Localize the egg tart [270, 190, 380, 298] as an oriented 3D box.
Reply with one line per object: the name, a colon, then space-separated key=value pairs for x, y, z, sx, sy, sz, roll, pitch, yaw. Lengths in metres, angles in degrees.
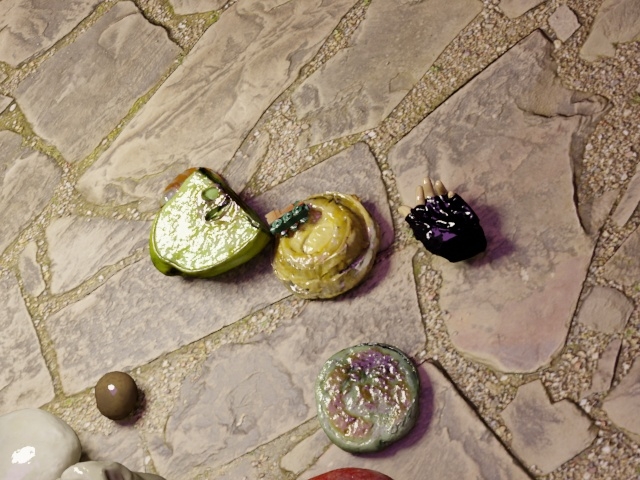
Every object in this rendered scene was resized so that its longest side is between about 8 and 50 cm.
egg tart: x=0.000 y=0.000 z=1.797 sx=0.279 sy=0.095 sz=0.279 roll=-10 pitch=61 yaw=17

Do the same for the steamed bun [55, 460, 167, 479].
steamed bun: x=-0.458 y=0.591 z=1.491 sx=0.342 sy=0.368 sz=0.255 roll=-29 pitch=53 yaw=7

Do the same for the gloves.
gloves: x=0.261 y=-0.051 z=1.733 sx=0.164 sy=0.124 sz=0.203 roll=-8 pitch=40 yaw=-9

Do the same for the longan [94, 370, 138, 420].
longan: x=-0.462 y=0.349 z=1.774 sx=0.113 sy=0.092 sz=0.113 roll=-1 pitch=88 yaw=26

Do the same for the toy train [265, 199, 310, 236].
toy train: x=-0.072 y=-0.055 z=1.788 sx=0.103 sy=0.044 sz=0.064 roll=-32 pitch=39 yaw=6

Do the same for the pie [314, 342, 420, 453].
pie: x=0.095 y=0.320 z=1.638 sx=0.240 sy=0.054 sz=0.240 roll=-6 pitch=63 yaw=12

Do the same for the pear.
pear: x=-0.263 y=0.001 z=1.846 sx=0.238 sy=0.164 sz=0.255 roll=42 pitch=90 yaw=17

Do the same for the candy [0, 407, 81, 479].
candy: x=-0.656 y=0.486 z=1.687 sx=0.295 sy=0.185 sz=0.295 roll=-22 pitch=40 yaw=20

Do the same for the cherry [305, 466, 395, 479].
cherry: x=0.062 y=0.538 z=1.469 sx=0.239 sy=0.206 sz=0.239 roll=-37 pitch=33 yaw=29

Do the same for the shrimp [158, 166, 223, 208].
shrimp: x=-0.309 y=-0.106 z=1.978 sx=0.166 sy=0.049 sz=0.161 roll=40 pitch=80 yaw=21
